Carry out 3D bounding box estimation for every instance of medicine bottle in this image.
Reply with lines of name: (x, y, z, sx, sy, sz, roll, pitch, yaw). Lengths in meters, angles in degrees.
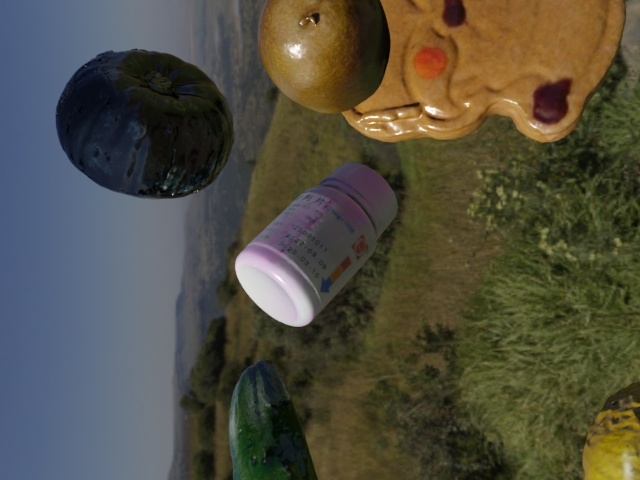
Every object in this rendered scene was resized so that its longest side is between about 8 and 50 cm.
medicine bottle: (0.000, 0.000, 0.986, 0.152, 0.254, 0.152, 30, 149, 21)

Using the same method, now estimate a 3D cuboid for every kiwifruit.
kiwifruit: (0.004, -0.114, 0.368, 0.124, 0.075, 0.075, -24, -67, -79)

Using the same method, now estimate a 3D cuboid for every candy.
candy: (0.423, 0.281, 0.719, 0.118, 0.260, 0.259, 130, 137, -56)

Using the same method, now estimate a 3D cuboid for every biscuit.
biscuit: (0.191, -0.312, 0.915, 0.078, 0.456, 0.349, 47, -133, -67)

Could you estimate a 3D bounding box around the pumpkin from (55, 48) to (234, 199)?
pumpkin: (-0.234, -0.156, 0.856, 0.233, 0.233, 0.163, -105, 33, -47)

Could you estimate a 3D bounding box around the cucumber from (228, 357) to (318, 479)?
cucumber: (-0.089, 0.319, 1.002, 0.325, 0.105, 0.145, -112, 25, -46)
